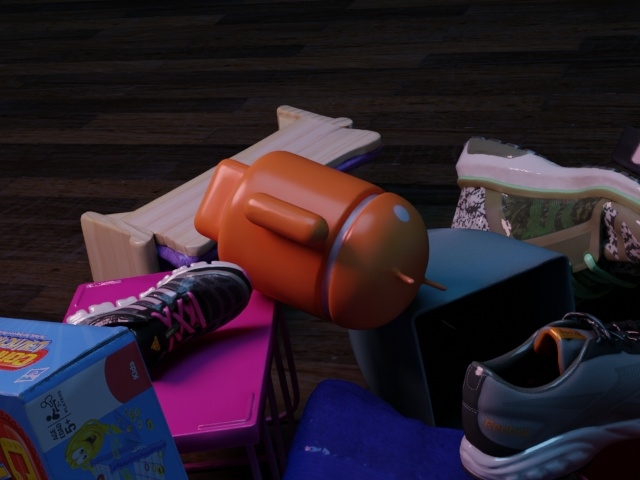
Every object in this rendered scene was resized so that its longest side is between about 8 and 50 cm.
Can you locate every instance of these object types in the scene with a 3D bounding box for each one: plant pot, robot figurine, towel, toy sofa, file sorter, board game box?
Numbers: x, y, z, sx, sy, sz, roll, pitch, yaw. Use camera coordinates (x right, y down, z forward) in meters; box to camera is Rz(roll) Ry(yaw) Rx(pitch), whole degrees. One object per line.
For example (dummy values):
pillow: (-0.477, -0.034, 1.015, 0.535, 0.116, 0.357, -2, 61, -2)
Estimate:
plant pot: (0.116, 0.083, 1.321, 0.166, 0.165, 0.234, -21, 23, -20)
robot figurine: (0.001, 0.000, 1.176, 0.219, 0.158, 0.128, 23, 50, 24)
towel: (0.063, 0.243, 1.043, 0.228, 0.076, 0.308, 20, 29, 4)
toy sofa: (-0.086, -0.016, 1.599, 0.177, 0.150, 0.362, 19, 38, 37)
file sorter: (-0.125, 0.169, 1.202, 0.202, 0.182, 0.290, -8, 25, 7)
board game box: (-0.195, 0.207, 0.943, 0.086, 0.308, 0.302, -31, 19, -37)

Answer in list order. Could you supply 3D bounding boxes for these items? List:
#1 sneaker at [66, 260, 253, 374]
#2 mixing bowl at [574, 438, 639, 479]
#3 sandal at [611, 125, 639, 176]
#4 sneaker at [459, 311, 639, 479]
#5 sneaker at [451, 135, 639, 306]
sneaker: (-0.133, 0.072, 1.121, 0.170, 0.063, 0.075, -19, 25, -4)
mixing bowl: (0.290, 0.196, 1.090, 0.181, 0.098, 0.181, -8, 25, 4)
sandal: (0.486, -0.020, 1.264, 0.446, 0.107, 0.167, 31, 9, 22)
sneaker: (0.230, 0.102, 1.071, 0.271, 0.108, 0.100, -20, 26, -21)
sneaker: (0.266, 0.020, 1.418, 0.158, 0.182, 0.410, 26, -1, -31)
